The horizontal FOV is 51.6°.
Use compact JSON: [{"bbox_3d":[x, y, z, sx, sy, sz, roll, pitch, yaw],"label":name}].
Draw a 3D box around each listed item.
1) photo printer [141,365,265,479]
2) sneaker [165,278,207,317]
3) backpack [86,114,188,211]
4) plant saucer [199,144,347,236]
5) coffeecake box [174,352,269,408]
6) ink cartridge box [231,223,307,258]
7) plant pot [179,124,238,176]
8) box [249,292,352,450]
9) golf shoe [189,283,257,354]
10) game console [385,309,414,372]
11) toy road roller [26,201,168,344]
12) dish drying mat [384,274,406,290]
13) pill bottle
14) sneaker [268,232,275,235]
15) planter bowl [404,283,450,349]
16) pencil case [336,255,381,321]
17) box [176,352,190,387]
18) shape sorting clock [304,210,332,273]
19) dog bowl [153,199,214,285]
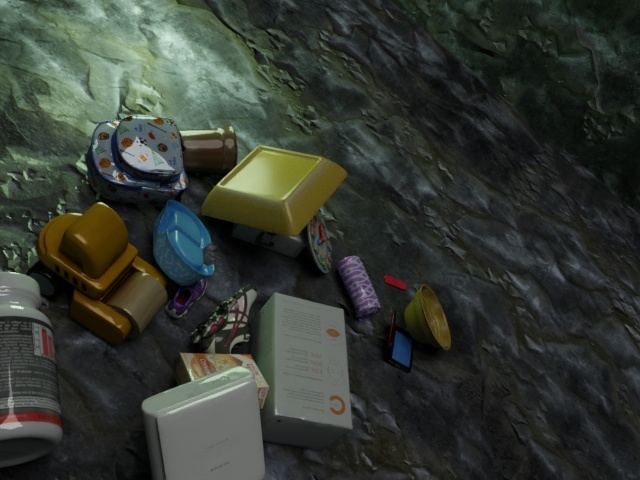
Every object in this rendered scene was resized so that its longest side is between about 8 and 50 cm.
[{"bbox_3d":[-0.247,0.457,1.444,0.256,0.307,0.107,-14,21,-33],"label":"photo printer"},{"bbox_3d":[-0.347,0.135,1.766,0.068,0.071,0.170,33,44,-7],"label":"sneaker"},{"bbox_3d":[-0.515,-0.223,1.854,0.263,0.213,0.276,-3,61,-23],"label":"backpack"},{"bbox_3d":[-0.139,-0.170,1.928,0.333,0.081,0.333,14,44,26],"label":"plant saucer"},{"bbox_3d":[-0.237,0.335,1.578,0.185,0.068,0.142,7,21,-30],"label":"coffeecake box"},{"bbox_3d":[-0.152,-0.060,2.035,0.219,0.092,0.160,20,47,-20],"label":"ink cartridge box"},{"bbox_3d":[-0.358,-0.274,2.030,0.165,0.167,0.167,-2,57,-26],"label":"plant pot"},{"bbox_3d":[-0.058,0.341,1.726,0.215,0.168,0.345,17,48,-23],"label":"box"},{"bbox_3d":[-0.235,0.220,1.754,0.120,0.105,0.273,49,37,-6],"label":"golf shoe"},{"bbox_3d":[0.249,0.307,2.022,0.085,0.124,0.144,9,46,6],"label":"game console"},{"bbox_3d":[-0.518,0.063,1.585,0.329,0.240,0.202,36,44,-5],"label":"toy road roller"},{"bbox_3d":[0.249,0.141,2.206,0.083,0.008,0.032,22,46,-17],"label":"dish drying mat"},{"bbox_3d":[-0.654,0.260,1.360,0.210,0.210,0.363,2,56,-33],"label":"pill bottle"},{"bbox_3d":[-0.093,-0.094,1.977,0.106,0.078,0.234,26,44,-12],"label":"sneaker"},{"bbox_3d":[0.324,0.254,2.083,0.217,0.090,0.217,50,27,-37],"label":"planter bowl"},{"bbox_3d":[0.117,0.148,2.055,0.086,0.088,0.206,-2,58,-31],"label":"pencil case"},{"bbox_3d":[-0.265,0.379,1.647,0.184,0.045,0.190,13,49,-29],"label":"box"},{"bbox_3d":[0.000,0.000,2.049,0.206,0.040,0.206,-14,90,-71],"label":"shape sorting clock"},{"bbox_3d":[-0.373,0.010,1.769,0.166,0.074,0.297,43,14,-32],"label":"dog bowl"}]
